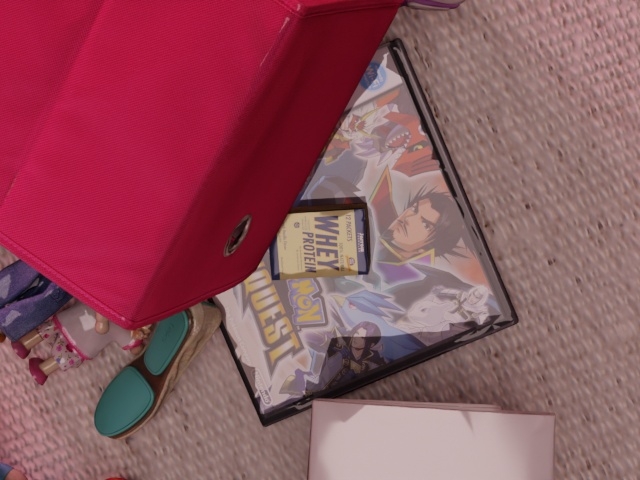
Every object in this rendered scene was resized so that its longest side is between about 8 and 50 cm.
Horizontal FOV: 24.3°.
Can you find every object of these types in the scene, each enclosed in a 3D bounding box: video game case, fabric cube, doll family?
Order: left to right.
[{"bbox_3d":[-0.243,0.001,1.295,0.163,0.118,0.263,-34,92,5],"label":"doll family"},{"bbox_3d":[-0.130,-0.128,1.101,0.259,0.254,0.258,34,108,11],"label":"fabric cube"},{"bbox_3d":[0.009,-0.006,1.324,0.248,0.035,0.274,-23,93,4],"label":"video game case"}]

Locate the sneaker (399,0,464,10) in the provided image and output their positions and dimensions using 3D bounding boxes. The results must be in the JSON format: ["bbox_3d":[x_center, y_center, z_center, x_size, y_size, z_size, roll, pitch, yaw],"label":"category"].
[{"bbox_3d":[0.001,-0.297,1.224,0.305,0.114,0.152,30,97,0],"label":"sneaker"}]

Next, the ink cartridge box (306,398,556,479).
[{"bbox_3d":[0.083,0.273,1.232,0.197,0.198,0.270,3,81,1],"label":"ink cartridge box"}]

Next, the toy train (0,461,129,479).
[{"bbox_3d":[-0.250,0.254,1.255,0.143,0.248,0.105,20,95,6],"label":"toy train"}]

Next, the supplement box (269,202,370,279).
[{"bbox_3d":[0.000,0.000,1.265,0.083,0.083,0.056,-4,95,3],"label":"supplement box"}]

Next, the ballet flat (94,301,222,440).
[{"bbox_3d":[-0.141,0.118,1.329,0.168,0.052,0.057,-51,59,27],"label":"ballet flat"}]
